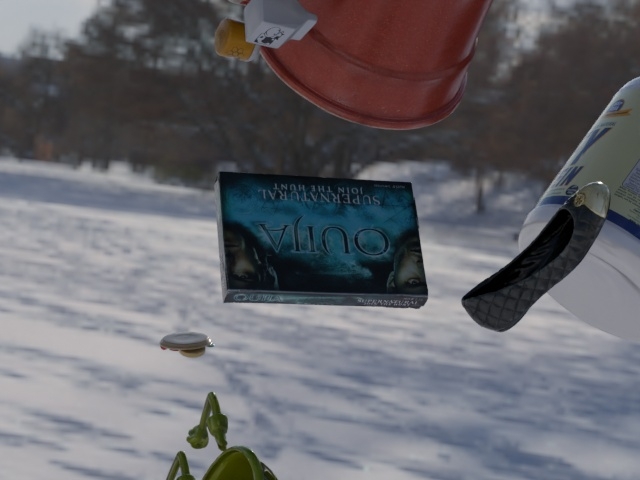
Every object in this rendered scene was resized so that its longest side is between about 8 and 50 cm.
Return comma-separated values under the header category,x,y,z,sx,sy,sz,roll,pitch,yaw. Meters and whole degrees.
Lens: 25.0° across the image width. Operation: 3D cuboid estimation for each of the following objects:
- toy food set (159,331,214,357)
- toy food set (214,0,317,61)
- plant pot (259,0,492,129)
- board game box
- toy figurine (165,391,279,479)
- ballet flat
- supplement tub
category,x,y,z,sx,sy,sz,roll,pitch,yaw
toy food set,-0.205,0.159,2.213,0.083,0.020,0.082,4,13,22
toy food set,-0.011,-0.255,1.430,0.104,0.111,0.232,9,-28,-27
plant pot,0.091,-0.310,1.582,0.272,0.272,0.265,6,-41,-22
board game box,0.000,0.000,1.306,0.186,0.126,0.026,2,-31,-15
toy figurine,-0.065,0.345,1.330,0.217,0.363,0.191,21,17,-22
ballet flat,0.199,0.014,1.308,0.049,0.173,0.057,35,14,-24
supplement tub,0.425,-0.060,1.809,0.235,0.325,0.235,33,-20,14
